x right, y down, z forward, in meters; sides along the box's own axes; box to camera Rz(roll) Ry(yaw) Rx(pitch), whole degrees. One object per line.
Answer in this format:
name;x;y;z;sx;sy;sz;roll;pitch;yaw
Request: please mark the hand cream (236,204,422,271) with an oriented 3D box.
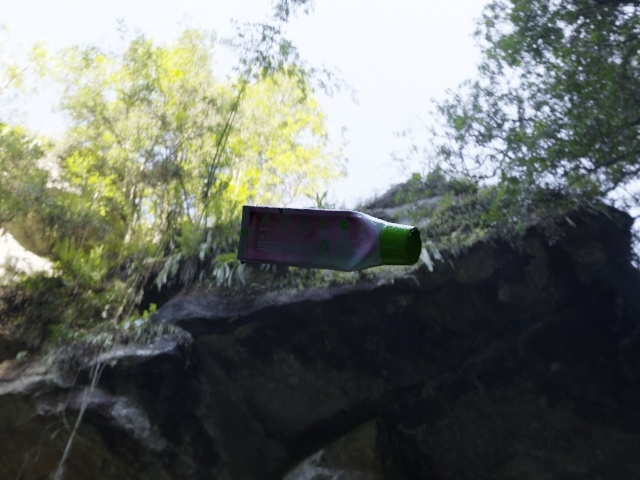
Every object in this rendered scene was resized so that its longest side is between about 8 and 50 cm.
hand cream;-0.001;0.000;0.868;0.275;0.079;0.050;4;-30;32
